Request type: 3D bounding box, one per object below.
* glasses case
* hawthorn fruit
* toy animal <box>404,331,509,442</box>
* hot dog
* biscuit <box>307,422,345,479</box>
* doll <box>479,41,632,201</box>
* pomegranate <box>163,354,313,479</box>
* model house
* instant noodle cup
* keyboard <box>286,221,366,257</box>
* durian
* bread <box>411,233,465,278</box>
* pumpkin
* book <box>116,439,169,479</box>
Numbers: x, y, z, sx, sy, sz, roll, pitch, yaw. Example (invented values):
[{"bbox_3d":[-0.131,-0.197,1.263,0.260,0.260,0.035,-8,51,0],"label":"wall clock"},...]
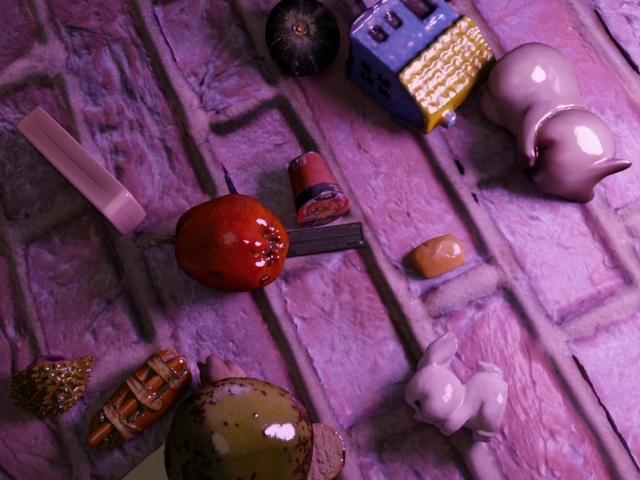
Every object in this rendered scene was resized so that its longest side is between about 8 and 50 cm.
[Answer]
[{"bbox_3d":[-0.543,-0.157,1.546,0.336,0.144,0.076,41,78,17],"label":"glasses case"},{"bbox_3d":[-0.220,0.006,1.442,0.298,0.211,0.212,0,70,14],"label":"hawthorn fruit"},{"bbox_3d":[0.272,0.295,1.338,0.193,0.127,0.179,25,71,13],"label":"toy animal"},{"bbox_3d":[-0.374,0.331,1.396,0.269,0.072,0.109,-43,71,-13],"label":"hot dog"},{"bbox_3d":[-0.007,0.427,1.366,0.120,0.015,0.120,-1,70,4],"label":"biscuit"},{"bbox_3d":[0.488,-0.265,1.485,0.225,0.215,0.371,-9,67,-17],"label":"doll"},{"bbox_3d":[-0.163,0.357,1.298,0.284,0.285,0.341,-20,40,-4],"label":"pomegranate"},{"bbox_3d":[0.232,-0.400,1.558,0.237,0.215,0.303,-42,78,-12],"label":"model house"},{"bbox_3d":[-0.014,-0.118,1.518,0.127,0.127,0.136,-19,62,-3],"label":"instant noodle cup"},{"bbox_3d":[0.000,0.000,1.525,0.197,0.010,0.064,-8,68,1],"label":"keyboard"},{"bbox_3d":[-0.567,0.298,1.399,0.186,0.108,0.119,-13,69,-1],"label":"durian"},{"bbox_3d":[0.257,0.031,1.473,0.115,0.056,0.082,-18,69,-3],"label":"bread"},{"bbox_3d":[-0.043,-0.491,1.632,0.190,0.146,0.191,-1,108,-5],"label":"pumpkin"},{"bbox_3d":[-0.270,0.586,1.316,0.239,0.035,0.352,-37,72,-12],"label":"book"}]
